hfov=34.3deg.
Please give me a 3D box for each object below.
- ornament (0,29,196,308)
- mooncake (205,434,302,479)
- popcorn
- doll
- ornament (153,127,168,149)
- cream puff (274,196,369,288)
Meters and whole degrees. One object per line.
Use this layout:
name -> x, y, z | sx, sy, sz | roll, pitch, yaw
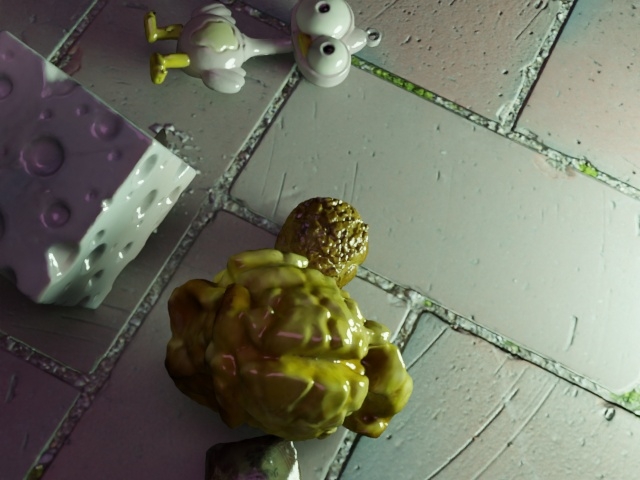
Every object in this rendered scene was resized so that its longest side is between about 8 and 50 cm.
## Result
ornament -> -0.342, -0.079, 1.321 | 0.239, 0.240, 0.240 | 36, 89, 8
mooncake -> -0.084, 0.309, 1.298 | 0.125, 0.073, 0.130 | -8, 62, -9
popcorn -> -0.033, 0.140, 1.290 | 0.332, 0.265, 0.225 | 29, 85, -13
doll -> -0.084, -0.303, 1.602 | 0.365, 0.094, 0.160 | -7, 67, -10
ornament -> -0.298, -0.120, 1.489 | 0.156, 0.081, 0.074 | -7, 68, -16
cream puff -> 0.003, 0.000, 1.450 | 0.126, 0.103, 0.144 | 31, 57, 10
